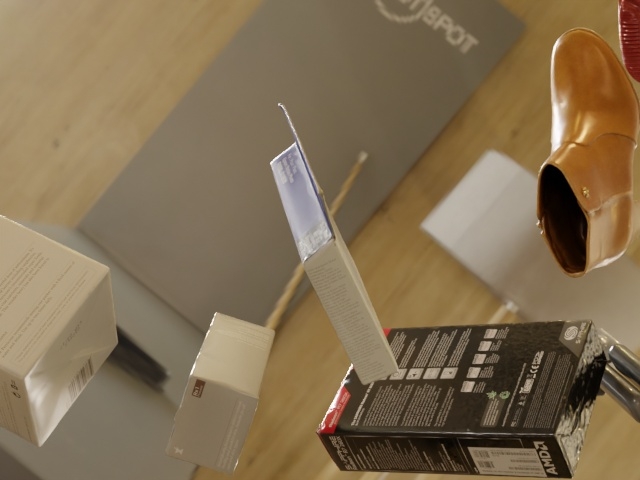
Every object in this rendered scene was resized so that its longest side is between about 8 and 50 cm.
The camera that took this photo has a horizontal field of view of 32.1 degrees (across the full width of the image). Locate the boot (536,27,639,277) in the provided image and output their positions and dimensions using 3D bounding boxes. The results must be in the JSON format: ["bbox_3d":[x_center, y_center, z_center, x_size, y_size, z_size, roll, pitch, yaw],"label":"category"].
[{"bbox_3d":[0.312,-0.112,1.338,0.211,0.104,0.295,-16,93,-56],"label":"boot"}]

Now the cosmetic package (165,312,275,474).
[{"bbox_3d":[-0.134,0.206,1.543,0.107,0.127,0.238,17,19,-5],"label":"cosmetic package"}]

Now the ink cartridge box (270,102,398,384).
[{"bbox_3d":[0.000,0.000,1.131,0.223,0.045,0.224,-111,177,-60],"label":"ink cartridge box"}]

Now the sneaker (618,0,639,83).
[{"bbox_3d":[0.310,-0.229,0.994,0.087,0.221,0.128,-2,-10,34],"label":"sneaker"}]

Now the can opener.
[{"bbox_3d":[0.445,0.207,1.650,0.095,0.076,0.283,59,-1,-18],"label":"can opener"}]

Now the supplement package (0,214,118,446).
[{"bbox_3d":[-0.418,0.081,1.346,0.293,0.177,0.175,25,-35,12],"label":"supplement package"}]

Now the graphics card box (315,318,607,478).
[{"bbox_3d":[0.205,0.225,1.608,0.371,0.232,0.094,-7,-56,32],"label":"graphics card box"}]
